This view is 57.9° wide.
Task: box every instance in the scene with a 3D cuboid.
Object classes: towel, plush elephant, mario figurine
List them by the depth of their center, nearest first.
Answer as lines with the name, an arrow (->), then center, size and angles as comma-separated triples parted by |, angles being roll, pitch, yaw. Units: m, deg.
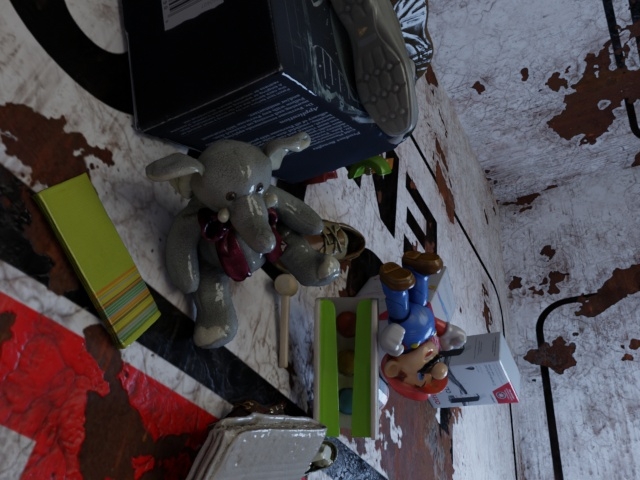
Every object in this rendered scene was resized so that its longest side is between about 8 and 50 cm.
towel -> -0.304, 0.028, 0.803 | 0.237, 0.021, 0.102 | 66, 23, -14
towel -> -0.106, 0.356, 0.880 | 0.282, 0.049, 0.187 | 30, 89, -56
plush elephant -> -0.123, -0.042, 0.893 | 0.330, 0.272, 0.255 | 64, -16, 13
mario figurine -> 0.208, 0.190, 1.150 | 0.170, 0.198, 0.320 | -103, -176, -64

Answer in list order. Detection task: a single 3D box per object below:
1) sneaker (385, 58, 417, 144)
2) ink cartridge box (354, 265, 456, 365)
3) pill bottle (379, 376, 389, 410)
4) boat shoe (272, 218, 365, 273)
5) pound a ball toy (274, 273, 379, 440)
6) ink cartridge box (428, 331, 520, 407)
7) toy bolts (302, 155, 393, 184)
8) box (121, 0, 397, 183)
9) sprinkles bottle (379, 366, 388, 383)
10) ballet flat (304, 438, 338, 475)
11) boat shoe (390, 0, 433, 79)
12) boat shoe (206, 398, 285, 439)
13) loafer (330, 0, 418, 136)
sneaker -> 0.138, -0.278, 1.122 | 0.081, 0.080, 0.211 | 22, 56, -35
ink cartridge box -> 0.196, 0.184, 1.436 | 0.306, 0.226, 0.131 | -37, 114, -61
pill bottle -> 0.086, 0.321, 1.311 | 0.160, 0.087, 0.087 | 50, 36, -38
boat shoe -> 0.000, 0.000, 1.279 | 0.324, 0.120, 0.122 | -3, 79, -63
pound a ball toy -> 0.015, 0.228, 1.177 | 0.136, 0.208, 0.319 | 32, 57, -81
ink cartridge box -> 0.434, 0.393, 1.734 | 0.197, 0.273, 0.114 | 59, 35, -28
toy bolts -> 0.061, -0.232, 1.401 | 0.218, 0.229, 0.158 | -34, 116, -68
box -> -0.104, -0.407, 1.113 | 0.472, 0.298, 0.479 | 12, 66, -62
sprinkles bottle -> 0.254, 0.249, 1.631 | 0.121, 0.121, 0.355 | 62, 29, -24
ballet flat -> -0.035, 0.398, 1.063 | 0.213, 0.068, 0.072 | 17, 61, -59
boat shoe -> 0.169, -0.426, 1.175 | 0.285, 0.105, 0.089 | 78, -6, -65
boat shoe -> -0.120, 0.300, 0.955 | 0.207, 0.073, 0.073 | 34, 45, -61
loafer -> 0.109, -0.346, 1.040 | 0.111, 0.112, 0.319 | -25, 99, -54
